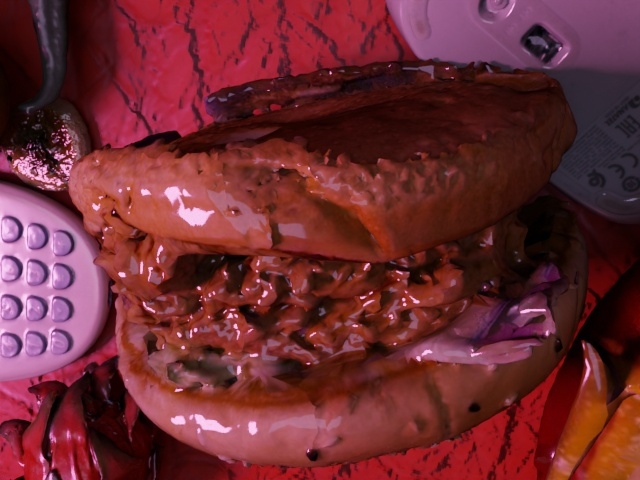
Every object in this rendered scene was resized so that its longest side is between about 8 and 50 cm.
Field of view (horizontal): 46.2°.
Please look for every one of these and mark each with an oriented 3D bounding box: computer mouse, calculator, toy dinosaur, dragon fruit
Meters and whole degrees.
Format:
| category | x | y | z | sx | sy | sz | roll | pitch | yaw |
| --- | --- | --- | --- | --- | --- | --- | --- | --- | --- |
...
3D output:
| category | x | y | z | sx | sy | sz | roll | pitch | yaw |
| --- | --- | --- | --- | --- | --- | --- | --- | --- | --- |
| computer mouse | 0.176 | -0.140 | 0.535 | 0.288 | 0.097 | 0.159 | 37 | 124 | -8 |
| calculator | -0.332 | 0.032 | 0.662 | 0.302 | 0.042 | 0.188 | 6 | 101 | 6 |
| toy dinosaur | -0.195 | -0.251 | 0.580 | 0.120 | 0.079 | 0.292 | -7 | 98 | 14 |
| dragon fruit | -0.194 | 0.181 | 0.638 | 0.121 | 0.130 | 0.142 | -19 | 99 | 44 |

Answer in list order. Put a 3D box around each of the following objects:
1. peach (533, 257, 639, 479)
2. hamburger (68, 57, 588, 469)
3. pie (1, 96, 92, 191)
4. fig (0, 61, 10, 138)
| category | x | y | z | sx | sy | sz | roll | pitch | yaw |
| --- | --- | --- | --- | --- | --- | --- | --- | --- | --- |
| peach | 0.314 | 0.164 | 0.458 | 0.335 | 0.310 | 0.406 | 12 | 112 | 42 |
| hamburger | 0.000 | 0.000 | 0.472 | 0.318 | 0.277 | 0.195 | 1 | 114 | 20 |
| pie | -0.234 | -0.081 | 0.639 | 0.084 | 0.021 | 0.084 | 1 | 99 | 8 |
| fig | -0.303 | -0.170 | 0.570 | 0.149 | 0.149 | 0.245 | 11 | 101 | 6 |
